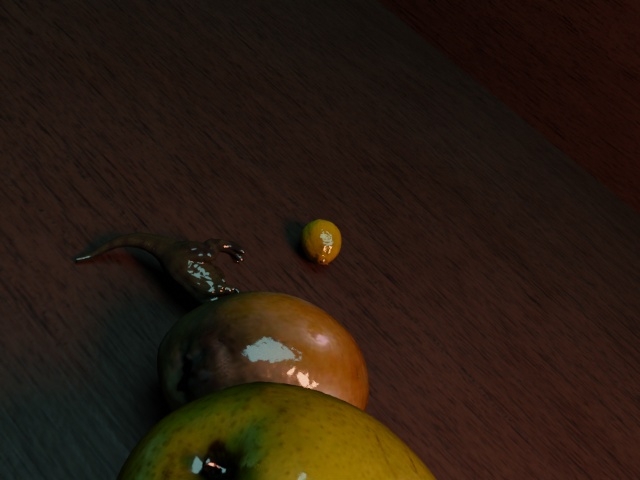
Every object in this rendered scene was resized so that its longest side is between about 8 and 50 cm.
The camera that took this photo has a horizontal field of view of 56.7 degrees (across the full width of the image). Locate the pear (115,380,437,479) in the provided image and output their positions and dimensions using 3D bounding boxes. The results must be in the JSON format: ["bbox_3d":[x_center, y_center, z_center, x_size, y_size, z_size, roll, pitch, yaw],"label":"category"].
[{"bbox_3d":[-0.028,0.245,0.434,0.294,0.294,0.294,21,38,-17],"label":"pear"}]

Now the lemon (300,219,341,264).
[{"bbox_3d":[0.000,0.000,0.923,0.065,0.065,0.092,16,36,-23],"label":"lemon"}]

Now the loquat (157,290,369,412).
[{"bbox_3d":[-0.059,0.141,0.629,0.227,0.179,0.179,24,37,-22],"label":"loquat"}]

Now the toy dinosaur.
[{"bbox_3d":[-0.175,0.054,0.709,0.179,0.087,0.187,-1,47,-40],"label":"toy dinosaur"}]
